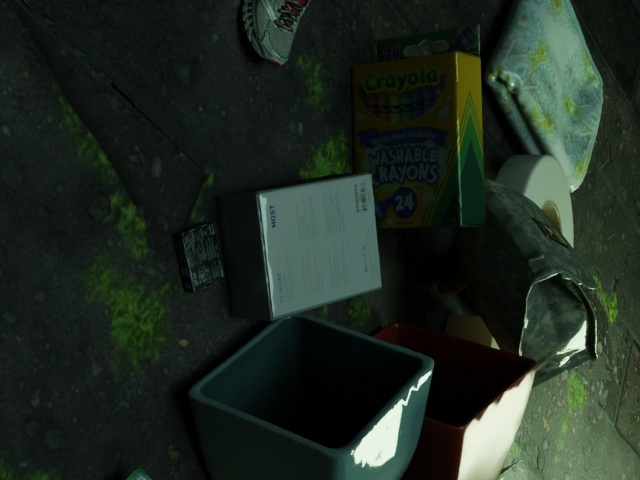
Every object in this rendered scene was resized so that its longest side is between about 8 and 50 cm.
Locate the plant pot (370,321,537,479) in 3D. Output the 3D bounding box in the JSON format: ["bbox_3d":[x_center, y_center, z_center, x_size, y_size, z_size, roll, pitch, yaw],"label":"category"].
[{"bbox_3d":[0.162,0.308,1.727,0.267,0.267,0.236,-26,122,-50],"label":"plant pot"}]

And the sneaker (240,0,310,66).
[{"bbox_3d":[-0.052,-0.362,1.580,0.088,0.092,0.225,20,74,-51],"label":"sneaker"}]

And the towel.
[{"bbox_3d":[0.479,-0.329,2.265,0.374,0.090,0.320,52,47,-35],"label":"towel"}]

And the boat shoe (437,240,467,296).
[{"bbox_3d":[0.252,0.040,2.000,0.178,0.064,0.060,-50,122,-49],"label":"boat shoe"}]

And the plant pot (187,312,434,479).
[{"bbox_3d":[-0.010,0.288,1.512,0.248,0.247,0.252,-36,135,-47],"label":"plant pot"}]

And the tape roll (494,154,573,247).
[{"bbox_3d":[0.416,0.024,2.154,0.392,0.072,0.392,-7,98,-62],"label":"tape roll"}]

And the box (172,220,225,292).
[{"bbox_3d":[-0.164,0.022,1.483,0.067,0.018,0.083,-27,110,-50],"label":"box"}]

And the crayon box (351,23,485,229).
[{"bbox_3d":[0.154,-0.180,1.756,0.083,0.203,0.323,0,89,-52],"label":"crayon box"}]

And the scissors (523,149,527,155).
[{"bbox_3d":[0.431,-0.087,2.267,0.109,0.021,0.297,43,55,-46],"label":"scissors"}]

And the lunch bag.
[{"bbox_3d":[0.338,0.058,1.796,0.287,0.169,0.235,71,-6,-47],"label":"lunch bag"}]

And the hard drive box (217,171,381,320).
[{"bbox_3d":[-0.025,0.004,1.584,0.232,0.089,0.181,-12,99,-45],"label":"hard drive box"}]

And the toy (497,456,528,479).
[{"bbox_3d":[0.275,0.464,1.949,0.237,0.137,0.056,-10,71,-51],"label":"toy"}]

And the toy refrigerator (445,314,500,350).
[{"bbox_3d":[0.275,0.279,1.987,0.094,0.102,0.270,32,63,-48],"label":"toy refrigerator"}]

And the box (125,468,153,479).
[{"bbox_3d":[-0.228,0.381,1.372,0.105,0.043,0.179,-48,128,-41],"label":"box"}]
